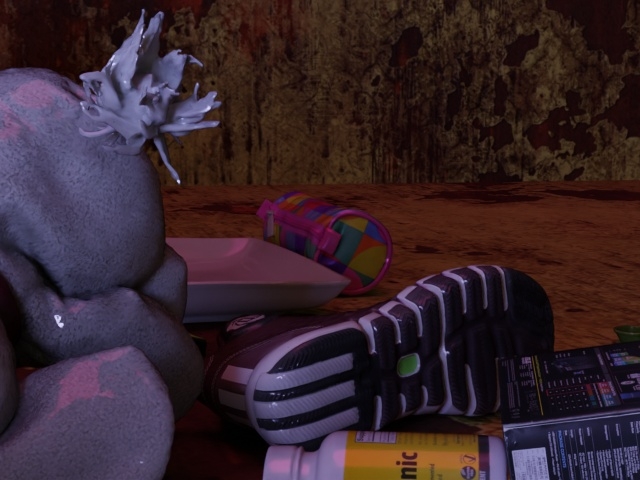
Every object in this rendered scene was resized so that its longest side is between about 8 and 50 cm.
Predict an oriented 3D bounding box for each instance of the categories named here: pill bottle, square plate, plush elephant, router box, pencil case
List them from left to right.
[{"bbox_3d":[-0.197,0.044,0.671,0.255,0.272,0.330,-51,6,-36],"label":"plush elephant"},{"bbox_3d":[-0.184,0.041,1.322,0.347,0.049,0.344,-2,8,-19],"label":"square plate"},{"bbox_3d":[0.000,0.000,1.461,0.104,0.104,0.236,-2,7,-19],"label":"pencil case"},{"bbox_3d":[0.032,0.126,0.618,0.116,0.065,0.065,1,7,6],"label":"pill bottle"},{"bbox_3d":[0.129,0.078,0.571,0.092,0.038,0.122,-9,7,9],"label":"router box"}]

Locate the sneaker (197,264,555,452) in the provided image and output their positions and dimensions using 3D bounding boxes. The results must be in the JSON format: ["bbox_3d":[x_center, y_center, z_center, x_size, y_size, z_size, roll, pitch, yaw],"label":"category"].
[{"bbox_3d":[0.027,0.072,0.897,0.281,0.107,0.162,-7,7,-41],"label":"sneaker"}]

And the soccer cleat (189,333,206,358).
[{"bbox_3d":[-0.135,0.087,0.933,0.072,0.060,0.179,4,5,13],"label":"soccer cleat"}]

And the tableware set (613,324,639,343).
[{"bbox_3d":[0.333,0.086,1.097,0.104,0.024,0.154,-4,9,-26],"label":"tableware set"}]
